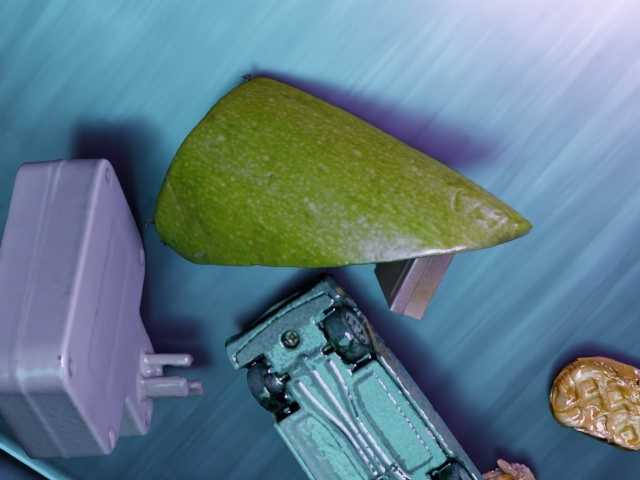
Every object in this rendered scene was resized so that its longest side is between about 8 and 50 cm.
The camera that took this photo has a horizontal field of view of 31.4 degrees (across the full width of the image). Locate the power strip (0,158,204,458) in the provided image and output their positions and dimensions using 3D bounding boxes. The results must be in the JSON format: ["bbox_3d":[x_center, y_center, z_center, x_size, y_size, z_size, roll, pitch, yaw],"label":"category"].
[{"bbox_3d":[-0.193,0.086,1.021,0.141,0.229,0.261,-2,144,5],"label":"power strip"}]

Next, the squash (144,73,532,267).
[{"bbox_3d":[0.000,0.000,0.971,0.288,0.111,0.203,33,112,17],"label":"squash"}]

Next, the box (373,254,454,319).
[{"bbox_3d":[0.085,0.020,1.036,0.035,0.079,0.083,19,112,-17],"label":"box"}]

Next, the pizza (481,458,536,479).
[{"bbox_3d":[0.121,0.302,1.148,0.199,0.062,0.188,6,108,5],"label":"pizza"}]

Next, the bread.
[{"bbox_3d":[0.275,0.155,1.088,0.110,0.044,0.083,21,109,0],"label":"bread"}]

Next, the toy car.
[{"bbox_3d":[0.048,0.192,1.087,0.141,0.097,0.321,-35,89,16],"label":"toy car"}]
